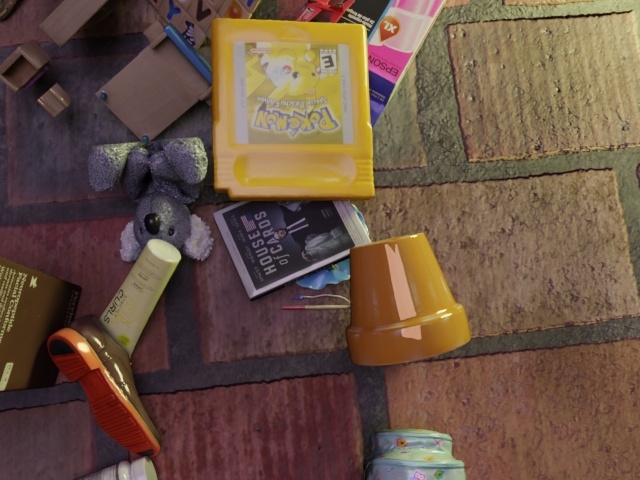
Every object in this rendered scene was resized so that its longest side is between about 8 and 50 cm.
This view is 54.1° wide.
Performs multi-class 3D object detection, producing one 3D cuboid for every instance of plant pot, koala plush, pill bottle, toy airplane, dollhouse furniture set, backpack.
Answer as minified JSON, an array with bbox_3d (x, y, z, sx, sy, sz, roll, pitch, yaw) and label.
[{"bbox_3d":[0.131,0.090,1.050,0.205,0.205,0.187,-12,90,-5],"label":"plant pot"},{"bbox_3d":[-0.281,-0.067,1.116,0.196,0.203,0.221,-5,100,-1],"label":"koala plush"},{"bbox_3d":[-0.348,0.416,1.047,0.137,0.078,0.078,-19,80,-6],"label":"pill bottle"},{"bbox_3d":[0.010,-0.455,1.218,0.151,0.151,0.028,-54,129,-10],"label":"toy airplane"},{"bbox_3d":[-0.376,-0.319,1.200,0.286,0.198,0.303,-38,115,12],"label":"dollhouse furniture set"},{"bbox_3d":[0.153,0.380,1.018,0.166,0.188,0.144,4,79,-1],"label":"backpack"}]

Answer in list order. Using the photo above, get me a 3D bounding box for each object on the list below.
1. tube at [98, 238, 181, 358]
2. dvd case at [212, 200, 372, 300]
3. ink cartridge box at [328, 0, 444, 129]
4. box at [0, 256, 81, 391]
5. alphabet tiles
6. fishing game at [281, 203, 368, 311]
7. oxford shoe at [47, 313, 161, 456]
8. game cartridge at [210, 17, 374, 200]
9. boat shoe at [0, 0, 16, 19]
[{"bbox_3d":[-0.321,0.107,1.083,0.240,0.062,0.070,-55,44,22],"label":"tube"},{"bbox_3d":[-0.052,-0.017,1.135,0.239,0.029,0.179,-24,72,-8],"label":"dvd case"},{"bbox_3d":[0.114,-0.416,1.241,0.176,0.069,0.370,29,81,3],"label":"ink cartridge box"},{"bbox_3d":[-0.506,0.125,0.944,0.143,0.381,0.191,12,79,-2],"label":"box"},{"bbox_3d":[-0.215,-0.512,1.123,0.285,0.342,0.011,50,46,1],"label":"alphabet tiles"},{"bbox_3d":[0.000,0.000,1.164,0.189,0.041,0.264,1,79,0],"label":"fishing game"},{"bbox_3d":[-0.342,0.246,1.068,0.097,0.098,0.271,-21,105,31],"label":"oxford shoe"},{"bbox_3d":[-0.050,-0.231,1.120,0.286,0.053,0.323,-1,82,-10],"label":"game cartridge"},{"bbox_3d":[-0.593,-0.572,1.238,0.105,0.089,0.285,23,75,29],"label":"boat shoe"}]
